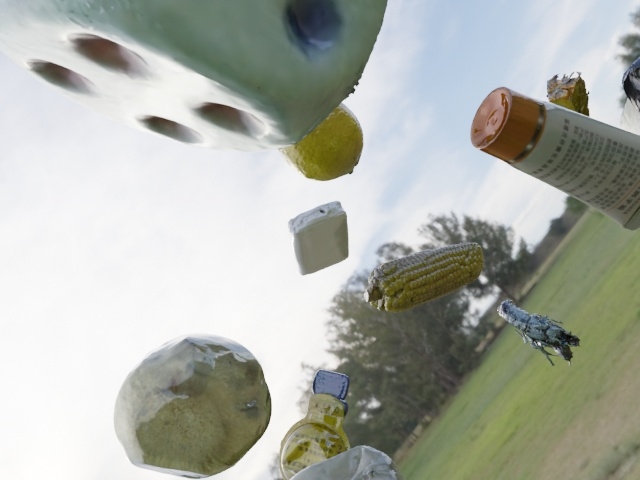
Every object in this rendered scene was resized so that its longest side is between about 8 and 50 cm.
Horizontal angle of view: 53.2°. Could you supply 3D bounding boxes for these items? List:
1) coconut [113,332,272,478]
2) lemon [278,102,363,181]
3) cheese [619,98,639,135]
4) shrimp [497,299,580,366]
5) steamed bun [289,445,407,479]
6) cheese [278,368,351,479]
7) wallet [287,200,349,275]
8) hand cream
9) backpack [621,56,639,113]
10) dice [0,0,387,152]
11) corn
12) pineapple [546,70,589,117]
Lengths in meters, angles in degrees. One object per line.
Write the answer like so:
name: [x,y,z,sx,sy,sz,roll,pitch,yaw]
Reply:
coconut: [-0.171,0.227,0.884,0.224,0.224,0.224,-45,-19,-20]
lemon: [-0.001,-0.234,1.473,0.192,0.231,0.192,-41,17,16]
cheese: [0.905,-0.293,1.501,0.153,0.332,0.292,-84,9,-60]
shrimp: [0.404,0.173,1.215,0.076,0.174,0.082,4,-68,-49]
steamed bun: [0.050,0.514,0.974,0.255,0.367,0.342,-16,-64,-19]
cheese: [-0.001,0.372,1.206,0.064,0.156,0.250,34,-112,-60]
wallet: [0.000,0.000,0.988,0.095,0.033,0.190,-23,-24,-9]
hand cream: [0.357,-0.112,0.852,0.140,0.314,0.089,-57,21,31]
backpack: [0.626,-0.266,1.149,0.120,0.165,0.106,-36,-9,-3]
dice: [-0.116,-0.244,0.561,0.262,0.268,0.265,23,-100,-37]
corn: [0.189,0.064,1.151,0.261,0.097,0.097,-16,-34,-27]
pineapple: [0.517,-0.268,1.325,0.233,0.079,0.135,55,-141,-49]
